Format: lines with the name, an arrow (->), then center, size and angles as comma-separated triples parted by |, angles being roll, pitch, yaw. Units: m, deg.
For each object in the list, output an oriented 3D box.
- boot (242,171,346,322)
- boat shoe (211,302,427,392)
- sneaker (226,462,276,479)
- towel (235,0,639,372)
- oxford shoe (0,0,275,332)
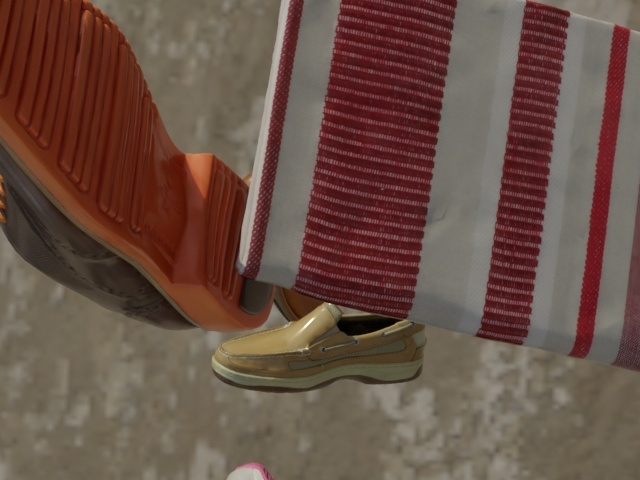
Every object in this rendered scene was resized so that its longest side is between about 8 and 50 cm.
boot -> 0.000, 0.000, 1.737 | 0.152, 0.197, 0.073 | -48, 33, 2
boat shoe -> 0.000, 0.082, 1.564 | 0.068, 0.190, 0.072 | -132, 44, -54
sneaker -> -0.060, 0.299, 1.422 | 0.103, 0.111, 0.252 | 60, -156, -78
towel -> 0.114, -0.050, 1.239 | 0.037, 0.329, 0.237 | 153, 128, -67
oxford shoe -> -0.159, -0.038, 1.120 | 0.132, 0.364, 0.130 | -7, 56, 24
